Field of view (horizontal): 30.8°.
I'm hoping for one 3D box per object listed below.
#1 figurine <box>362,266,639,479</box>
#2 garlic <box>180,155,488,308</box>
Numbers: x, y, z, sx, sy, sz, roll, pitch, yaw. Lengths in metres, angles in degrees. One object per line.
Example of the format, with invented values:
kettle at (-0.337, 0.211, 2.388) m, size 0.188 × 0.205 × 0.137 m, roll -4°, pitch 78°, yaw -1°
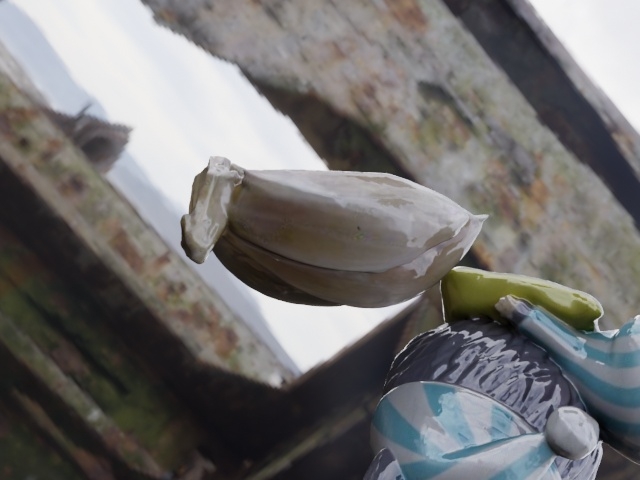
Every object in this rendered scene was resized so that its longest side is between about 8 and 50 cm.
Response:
figurine at (0.214, 0.244, 1.189) m, size 0.361 × 0.378 × 0.266 m, roll -1°, pitch -43°, yaw 38°
garlic at (0.000, -0.001, 1.233) m, size 0.325 × 0.132 × 0.279 m, roll 13°, pitch -8°, yaw -16°
